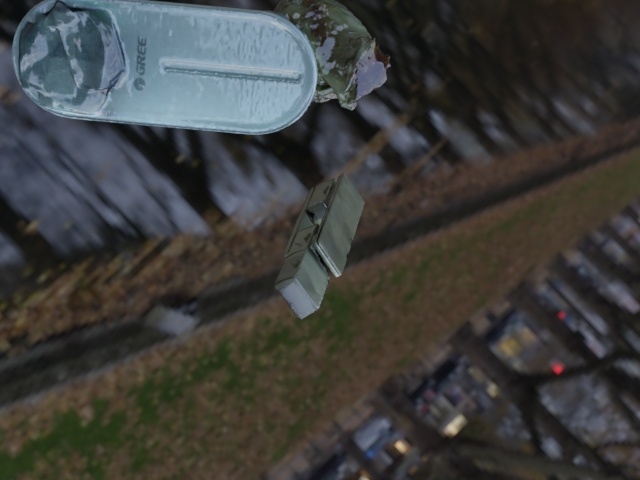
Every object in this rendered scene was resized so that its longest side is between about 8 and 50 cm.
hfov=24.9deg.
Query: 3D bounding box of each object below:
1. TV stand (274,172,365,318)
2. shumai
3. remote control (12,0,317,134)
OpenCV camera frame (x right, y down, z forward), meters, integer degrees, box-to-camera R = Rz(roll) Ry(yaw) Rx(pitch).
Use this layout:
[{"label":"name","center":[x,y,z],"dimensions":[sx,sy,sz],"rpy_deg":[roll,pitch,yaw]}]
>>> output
[{"label":"TV stand","center":[0.000,0.000,1.222],"dimensions":[0.042,0.036,0.249],"rpy_deg":[-29,-166,17]},{"label":"shumai","center":[0.012,-0.169,1.335],"dimensions":[0.124,0.087,0.099],"rpy_deg":[22,95,-43]},{"label":"remote control","center":[-0.125,-0.145,1.182],"dimensions":[0.052,0.247,0.104],"rpy_deg":[-84,-179,-70]}]
